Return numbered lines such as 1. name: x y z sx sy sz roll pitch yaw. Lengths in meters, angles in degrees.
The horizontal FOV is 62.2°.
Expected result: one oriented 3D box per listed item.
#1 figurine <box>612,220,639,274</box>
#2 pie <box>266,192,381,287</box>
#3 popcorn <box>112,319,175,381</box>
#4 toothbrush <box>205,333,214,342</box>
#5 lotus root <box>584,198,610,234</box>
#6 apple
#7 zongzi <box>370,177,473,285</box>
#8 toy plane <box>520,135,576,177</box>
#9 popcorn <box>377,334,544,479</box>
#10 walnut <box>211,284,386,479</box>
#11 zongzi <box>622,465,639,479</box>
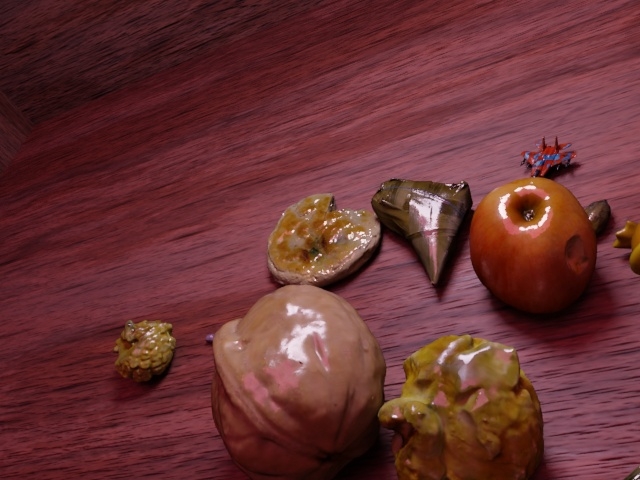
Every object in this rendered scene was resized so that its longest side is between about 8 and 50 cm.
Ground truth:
1. figurine: 0.651 0.023 0.939 0.215 0.215 0.228 -4 26 27
2. pie: 0.000 0.000 1.413 0.338 0.075 0.337 -15 46 16
3. popcorn: -0.462 0.283 1.385 0.174 0.142 0.173 -8 72 26
4. toothbrush: -0.144 0.248 1.297 0.354 0.029 0.024 -1 37 30
5. lotus root: 0.588 -0.051 1.130 0.099 0.054 0.049 -49 35 -18
6. apple: 0.410 0.009 1.038 0.242 0.241 0.242 -15 43 14
7. zongzi: 0.212 -0.025 1.281 0.251 0.125 0.274 8 61 35
8. toy plane: 0.535 -0.174 1.276 0.130 0.061 0.189 11 61 37
9. popcorn: 0.229 0.291 0.890 0.277 0.225 0.276 -17 40 15
10. walnut: -0.045 0.270 1.002 0.382 0.381 0.381 -16 44 17
11. zongzi: 0.481 0.404 0.773 0.104 0.052 0.113 -40 55 2
